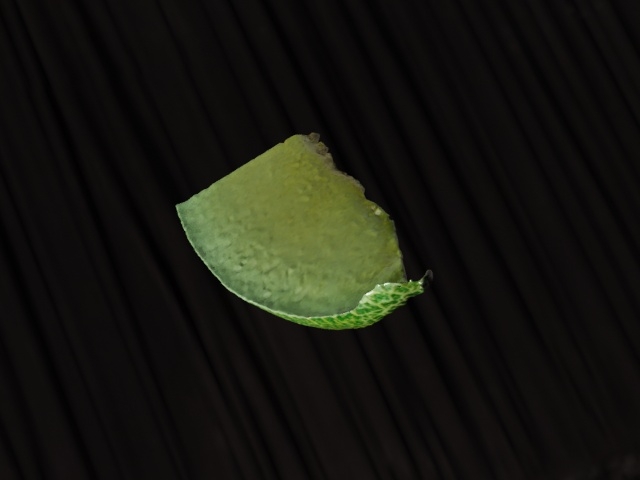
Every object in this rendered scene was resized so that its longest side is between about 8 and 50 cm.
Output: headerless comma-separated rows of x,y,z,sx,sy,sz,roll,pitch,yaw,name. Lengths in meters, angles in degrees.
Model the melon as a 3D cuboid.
0.000,0.000,0.923,0.053,0.262,0.114,41,85,-30,melon
